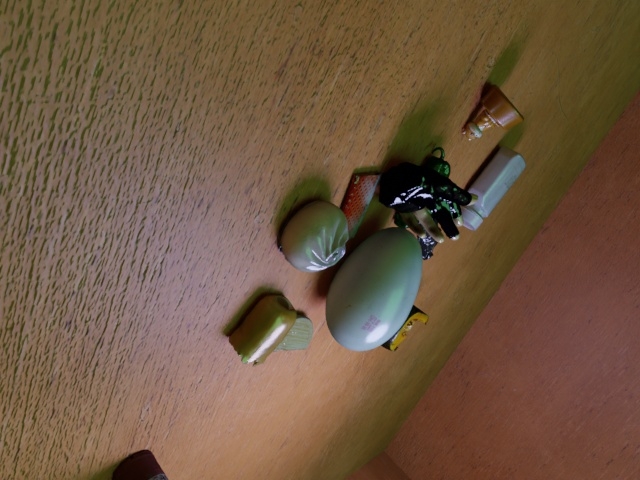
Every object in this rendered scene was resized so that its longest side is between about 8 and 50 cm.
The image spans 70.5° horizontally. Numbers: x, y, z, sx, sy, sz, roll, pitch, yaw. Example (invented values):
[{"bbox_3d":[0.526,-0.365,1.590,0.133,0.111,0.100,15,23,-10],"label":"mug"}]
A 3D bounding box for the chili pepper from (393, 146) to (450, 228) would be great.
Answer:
[{"bbox_3d":[0.297,-0.142,1.303,0.100,0.074,0.257,24,104,-13],"label":"chili pepper"}]

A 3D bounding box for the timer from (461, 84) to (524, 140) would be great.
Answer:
[{"bbox_3d":[0.483,-0.349,1.310,0.152,0.132,0.132,-40,156,28],"label":"timer"}]

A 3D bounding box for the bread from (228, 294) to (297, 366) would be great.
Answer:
[{"bbox_3d":[-0.132,0.220,1.116,0.173,0.085,0.134,-52,150,2],"label":"bread"}]

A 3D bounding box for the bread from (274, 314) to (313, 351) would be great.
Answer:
[{"bbox_3d":[-0.082,0.255,1.272,0.193,0.036,0.112,13,108,-53],"label":"bread"}]

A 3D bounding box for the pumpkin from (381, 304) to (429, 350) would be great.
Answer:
[{"bbox_3d":[0.287,0.313,1.714,0.190,0.139,0.280,-56,146,1],"label":"pumpkin"}]

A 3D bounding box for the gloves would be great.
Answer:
[{"bbox_3d":[0.297,-0.105,1.203,0.197,0.152,0.301,-24,129,36],"label":"gloves"}]

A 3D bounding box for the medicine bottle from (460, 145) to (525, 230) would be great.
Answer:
[{"bbox_3d":[0.604,-0.183,1.632,0.296,0.111,0.161,-54,148,2],"label":"medicine bottle"}]

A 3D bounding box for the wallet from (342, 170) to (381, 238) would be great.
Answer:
[{"bbox_3d":[0.088,-0.082,1.146,0.103,0.020,0.196,-13,133,-46],"label":"wallet"}]

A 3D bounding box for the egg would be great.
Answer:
[{"bbox_3d":[0.150,0.133,1.257,0.230,0.230,0.371,13,106,-57],"label":"egg"}]

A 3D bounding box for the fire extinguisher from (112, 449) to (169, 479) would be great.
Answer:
[{"bbox_3d":[-0.343,0.632,1.034,0.147,0.337,0.106,-57,150,10],"label":"fire extinguisher"}]

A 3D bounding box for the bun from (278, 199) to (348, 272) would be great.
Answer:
[{"bbox_3d":[0.000,0.000,1.025,0.173,0.120,0.173,-36,147,-27],"label":"bun"}]

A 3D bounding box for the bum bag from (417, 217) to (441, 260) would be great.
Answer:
[{"bbox_3d":[0.359,-0.033,1.506,0.102,0.069,0.248,-64,152,-26],"label":"bum bag"}]
